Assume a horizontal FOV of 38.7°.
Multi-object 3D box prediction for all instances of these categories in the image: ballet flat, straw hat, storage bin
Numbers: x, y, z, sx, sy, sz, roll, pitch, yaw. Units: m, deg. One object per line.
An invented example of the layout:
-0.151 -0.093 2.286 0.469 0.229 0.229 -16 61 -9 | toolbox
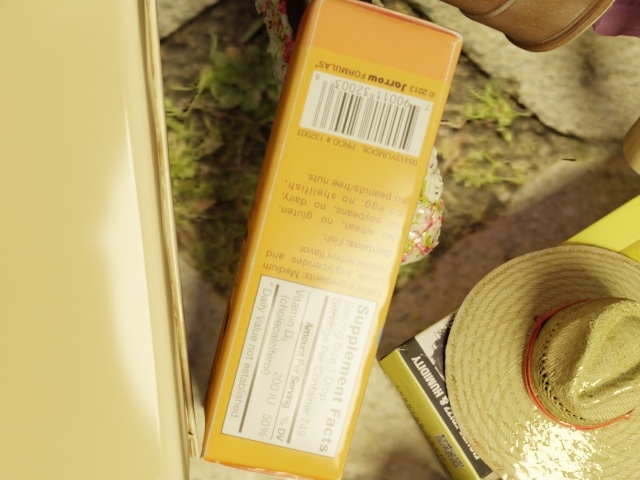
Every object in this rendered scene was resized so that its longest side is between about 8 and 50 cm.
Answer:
0.012 -0.102 0.538 0.091 0.077 0.241 -19 79 -13 | ballet flat
0.139 0.060 0.458 0.144 0.061 0.144 2 75 -8 | straw hat
-0.192 0.018 0.399 0.260 0.123 0.262 -5 105 -8 | storage bin

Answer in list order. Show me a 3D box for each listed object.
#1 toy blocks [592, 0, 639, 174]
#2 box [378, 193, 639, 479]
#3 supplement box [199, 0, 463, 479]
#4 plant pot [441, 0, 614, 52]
0.303 -0.217 0.483 0.289 0.260 0.309 -1 63 -9 | toy blocks
0.154 0.042 0.527 0.232 0.058 0.087 -29 80 -14 | box
0.000 0.000 0.468 0.080 0.078 0.233 16 97 -8 | supplement box
0.066 -0.200 0.478 0.165 0.167 0.167 11 73 -18 | plant pot
